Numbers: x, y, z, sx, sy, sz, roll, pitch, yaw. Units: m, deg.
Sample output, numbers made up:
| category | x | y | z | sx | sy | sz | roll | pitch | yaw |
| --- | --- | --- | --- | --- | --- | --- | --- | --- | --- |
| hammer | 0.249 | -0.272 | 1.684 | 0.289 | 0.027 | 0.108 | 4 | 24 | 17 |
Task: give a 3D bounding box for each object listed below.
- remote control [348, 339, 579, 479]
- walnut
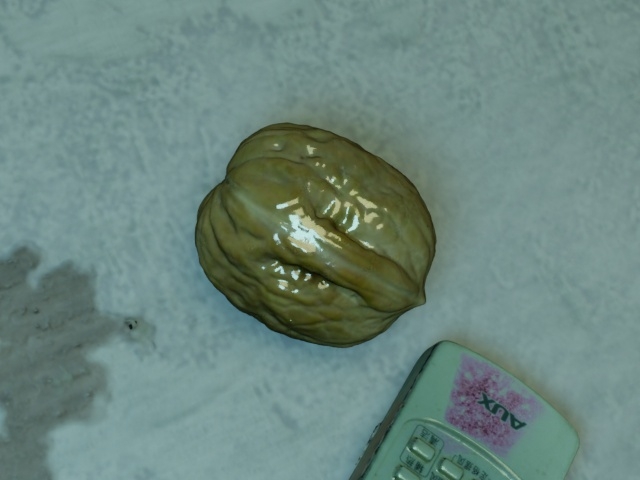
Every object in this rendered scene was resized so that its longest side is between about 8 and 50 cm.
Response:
| category | x | y | z | sx | sy | sz | roll | pitch | yaw |
| --- | --- | --- | --- | --- | --- | --- | --- | --- | --- |
| remote control | 0.069 | 0.231 | 1.144 | 0.145 | 0.050 | 0.344 | 35 | 55 | -4 |
| walnut | 0.000 | 0.000 | 1.191 | 0.184 | 0.155 | 0.155 | 28 | 71 | -5 |
